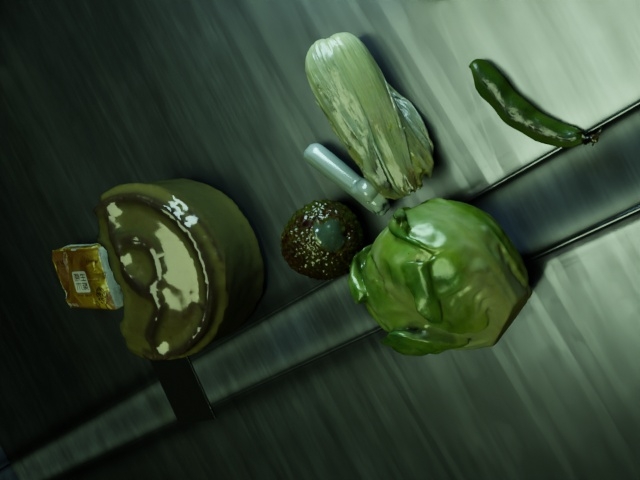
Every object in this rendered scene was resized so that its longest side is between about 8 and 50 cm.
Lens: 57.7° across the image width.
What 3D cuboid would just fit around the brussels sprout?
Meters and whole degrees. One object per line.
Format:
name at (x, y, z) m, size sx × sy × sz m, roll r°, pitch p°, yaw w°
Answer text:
brussels sprout at (0.188, 0.062, 0.954) m, size 0.295 × 0.227 × 0.259 m, roll 25°, pitch 133°, yaw 17°

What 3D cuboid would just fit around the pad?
pad at (-0.387, 0.388, 1.591) m, size 0.170 × 0.006 × 0.245 m, roll -23°, pitch 91°, yaw 39°

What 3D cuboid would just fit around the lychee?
lychee at (0.000, 0.000, 1.106) m, size 0.171 × 0.171 × 0.171 m, roll 12°, pitch 112°, yaw 31°

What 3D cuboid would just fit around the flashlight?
flashlight at (0.049, -0.118, 1.079) m, size 0.200 × 0.093 × 0.047 m, roll 40°, pitch 87°, yaw 24°

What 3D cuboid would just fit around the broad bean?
broad bean at (0.315, -0.201, 0.887) m, size 0.227 × 0.039 × 0.069 m, roll 36°, pitch 129°, yaw 18°

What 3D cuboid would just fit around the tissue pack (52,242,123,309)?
tissue pack at (-0.628, 0.098, 1.606) m, size 0.226 × 0.092 × 0.183 m, roll -3°, pitch 103°, yaw 33°

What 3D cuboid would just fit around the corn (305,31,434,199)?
corn at (0.083, -0.210, 0.990) m, size 0.122 × 0.123 × 0.305 m, roll -34°, pitch 86°, yaw 36°

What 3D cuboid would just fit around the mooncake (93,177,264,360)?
mooncake at (-0.336, 0.059, 1.303) m, size 0.394 × 0.246 × 0.393 m, roll 48°, pitch 120°, yaw 8°
